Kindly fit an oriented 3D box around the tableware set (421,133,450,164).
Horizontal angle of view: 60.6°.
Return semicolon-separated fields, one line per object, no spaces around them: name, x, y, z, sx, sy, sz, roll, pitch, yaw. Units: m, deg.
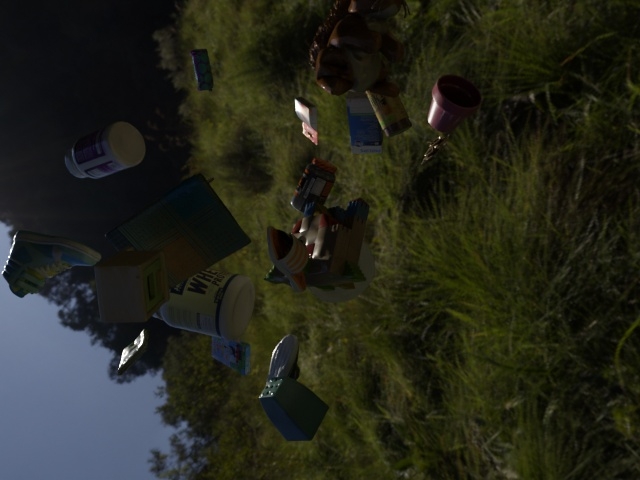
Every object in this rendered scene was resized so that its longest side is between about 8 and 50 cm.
tableware set;0.509;-0.424;2.467;0.039;0.128;0.194;48;-143;-12

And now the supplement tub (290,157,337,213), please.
supplement tub;-0.020;-0.192;1.957;0.117;0.190;0.117;24;-165;-7

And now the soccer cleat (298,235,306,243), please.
soccer cleat;-0.069;0.022;1.509;0.029;0.083;0.036;38;-162;-5

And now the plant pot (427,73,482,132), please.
plant pot;0.544;-0.559;2.295;0.201;0.201;0.180;48;147;16

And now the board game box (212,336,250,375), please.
board game box;-0.416;0.512;2.542;0.211;0.160;0.039;21;-150;30

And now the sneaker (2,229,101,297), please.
sneaker;-0.856;0.094;1.733;0.318;0.208;0.127;8;159;20

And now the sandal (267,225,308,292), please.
sandal;-0.063;0.042;1.384;0.265;0.076;0.102;59;-160;-55

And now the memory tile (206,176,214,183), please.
memory tile;-0.444;-0.172;1.921;0.012;0.148;0.113;58;-153;-18

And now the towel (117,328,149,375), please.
towel;-0.551;0.323;1.608;0.023;0.113;0.152;46;177;-19

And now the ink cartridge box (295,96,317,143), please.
ink cartridge box;-0.065;-0.532;2.442;0.145;0.045;0.179;47;145;47

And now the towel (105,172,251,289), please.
towel;-0.439;-0.013;1.702;0.271;0.370;0.040;55;-166;-20

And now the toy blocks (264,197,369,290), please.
toy blocks;0.000;0.000;1.670;0.190;0.261;0.381;25;157;-33

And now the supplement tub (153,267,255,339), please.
supplement tub;-0.424;0.213;1.966;0.324;0.236;0.235;10;175;14

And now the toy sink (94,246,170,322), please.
toy sink;-0.496;0.112;1.496;0.234;0.131;0.153;-79;-13;-78

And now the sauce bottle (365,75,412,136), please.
sauce bottle;0.227;-0.564;2.077;0.345;0.111;0.111;64;-175;2

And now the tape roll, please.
tape roll;0.063;0.094;2.135;0.286;0.286;0.100;45;-173;-20

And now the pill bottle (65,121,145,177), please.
pill bottle;-0.817;-0.328;2.059;0.169;0.301;0.169;23;-118;-53

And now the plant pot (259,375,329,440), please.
plant pot;-0.123;0.668;2.221;0.234;0.165;0.165;50;-132;-16

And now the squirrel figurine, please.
squirrel figurine;0.114;-0.697;1.787;0.280;0.371;0.397;-4;-147;-28

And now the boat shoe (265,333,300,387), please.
boat shoe;-0.151;0.574;2.415;0.119;0.335;0.121;16;-173;-39

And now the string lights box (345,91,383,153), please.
string lights box;0.187;-0.487;2.273;0.077;0.133;0.260;-74;-19;-46

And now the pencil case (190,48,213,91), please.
pencil case;-0.441;-0.633;2.039;0.064;0.070;0.152;12;125;26
